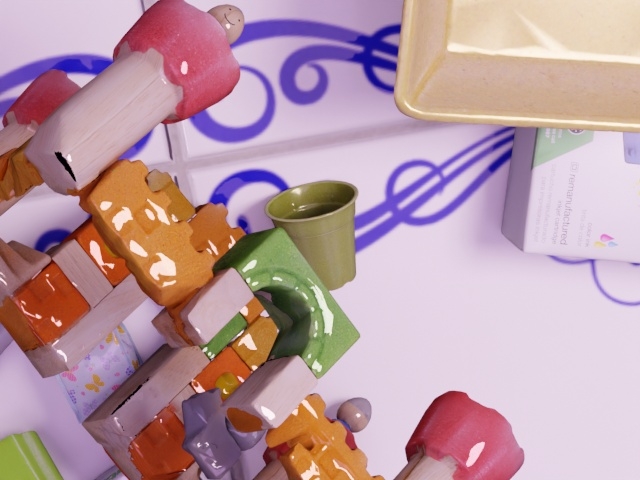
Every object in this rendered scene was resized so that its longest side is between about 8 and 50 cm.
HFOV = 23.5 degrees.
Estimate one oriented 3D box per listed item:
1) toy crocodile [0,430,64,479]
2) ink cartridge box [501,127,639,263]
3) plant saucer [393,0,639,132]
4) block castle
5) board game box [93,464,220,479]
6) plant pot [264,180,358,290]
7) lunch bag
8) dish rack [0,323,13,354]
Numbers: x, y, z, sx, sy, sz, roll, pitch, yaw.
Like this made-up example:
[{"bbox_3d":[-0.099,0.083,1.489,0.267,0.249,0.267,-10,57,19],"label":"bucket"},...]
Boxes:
[{"bbox_3d":[-0.373,0.291,1.352,0.340,0.105,0.115,-39,67,-4],"label":"toy crocodile"},{"bbox_3d":[0.278,-0.060,1.338,0.212,0.093,0.154,6,99,-7],"label":"ink cartridge box"},{"bbox_3d":[0.228,-0.255,1.202,0.333,0.081,0.332,3,105,-8],"label":"plant saucer"},{"bbox_3d":[-0.071,0.050,1.218,0.213,0.303,0.453,-45,106,-31],"label":"block castle"},{"bbox_3d":[-0.197,0.331,1.396,0.305,0.053,0.193,-37,101,3],"label":"board game box"},{"bbox_3d":[0.000,0.000,1.342,0.083,0.083,0.079,-14,113,-1],"label":"plant pot"},{"bbox_3d":[-0.197,0.107,1.356,0.071,0.053,0.083,-23,111,3],"label":"lunch bag"},{"bbox_3d":[-0.430,0.110,1.268,0.333,0.072,0.285,-49,143,7],"label":"dish rack"}]
